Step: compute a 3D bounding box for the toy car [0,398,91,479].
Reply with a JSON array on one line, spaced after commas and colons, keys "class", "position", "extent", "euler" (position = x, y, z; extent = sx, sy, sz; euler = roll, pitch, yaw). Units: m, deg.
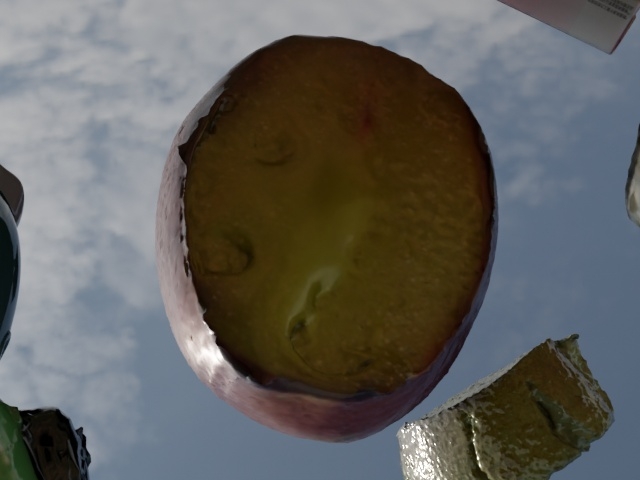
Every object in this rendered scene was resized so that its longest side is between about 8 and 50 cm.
[{"class": "toy car", "position": [-0.205, 0.249, 0.676], "extent": [0.213, 0.359, 0.176], "euler": [-11, -146, -7]}]

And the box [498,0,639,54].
[{"class": "box", "position": [0.151, -0.184, 0.875], "extent": [0.125, 0.043, 0.089], "euler": [25, -150, -5]}]

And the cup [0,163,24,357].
[{"class": "cup", "position": [-0.270, 0.019, 0.839], "extent": [0.167, 0.300, 0.173], "euler": [25, -137, -10]}]

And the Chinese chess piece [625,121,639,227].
[{"class": "Chinese chess piece", "position": [0.212, -0.056, 0.715], "extent": [0.051, 0.122, 0.122], "euler": [21, -141, 24]}]

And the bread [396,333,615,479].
[{"class": "bread", "position": [0.192, 0.202, 1.364], "extent": [0.186, 0.257, 0.124], "euler": [-20, -104, -41]}]

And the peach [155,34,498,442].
[{"class": "peach", "position": [0.000, 0.000, 0.964], "extent": [0.281, 0.281, 0.338], "euler": [-2, -159, 5]}]
